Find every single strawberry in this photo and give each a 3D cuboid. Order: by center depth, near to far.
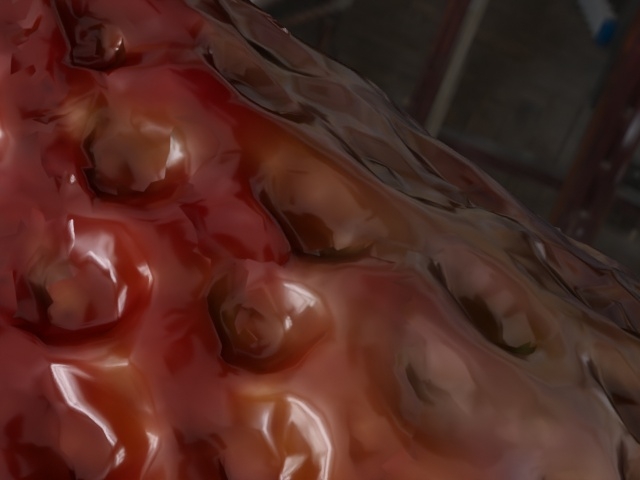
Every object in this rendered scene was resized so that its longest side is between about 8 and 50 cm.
[{"bbox_3d":[-0.024,0.018,0.427,0.336,0.149,0.265,47,25,-1],"label":"strawberry"}]
